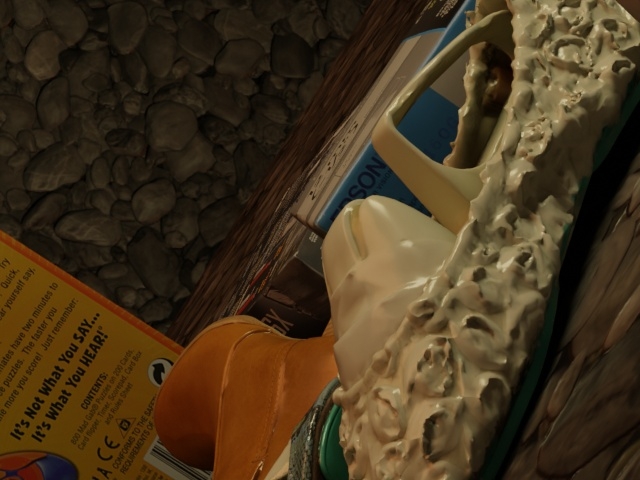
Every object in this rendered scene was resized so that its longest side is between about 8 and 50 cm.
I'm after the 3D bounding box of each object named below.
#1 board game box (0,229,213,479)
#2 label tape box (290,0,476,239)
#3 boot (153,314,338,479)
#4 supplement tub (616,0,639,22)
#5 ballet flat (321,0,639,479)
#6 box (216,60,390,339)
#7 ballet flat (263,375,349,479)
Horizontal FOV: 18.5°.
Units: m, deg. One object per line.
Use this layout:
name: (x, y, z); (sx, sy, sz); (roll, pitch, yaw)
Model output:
board game box: (-0.315, 0.239, 1.722); (0.356, 0.356, 0.356); (-60, 7, -27)
label tape box: (0.088, -0.092, 1.486); (0.249, 0.115, 0.347); (-56, 8, 0)
boot: (-0.048, 0.143, 1.264); (0.295, 0.104, 0.211); (-33, 23, 43)
supplement tub: (0.210, -0.177, 0.683); (0.191, 0.191, 0.272); (-59, 7, -19)
ballet flat: (0.074, -0.007, 1.105); (0.147, 0.147, 0.409); (-48, 11, 51)
box: (0.000, 0.000, 1.824); (0.242, 0.076, 0.307); (-50, 10, 44)
ballet flat: (-0.007, 0.150, 1.066); (0.070, 0.070, 0.188); (-51, 18, 38)
